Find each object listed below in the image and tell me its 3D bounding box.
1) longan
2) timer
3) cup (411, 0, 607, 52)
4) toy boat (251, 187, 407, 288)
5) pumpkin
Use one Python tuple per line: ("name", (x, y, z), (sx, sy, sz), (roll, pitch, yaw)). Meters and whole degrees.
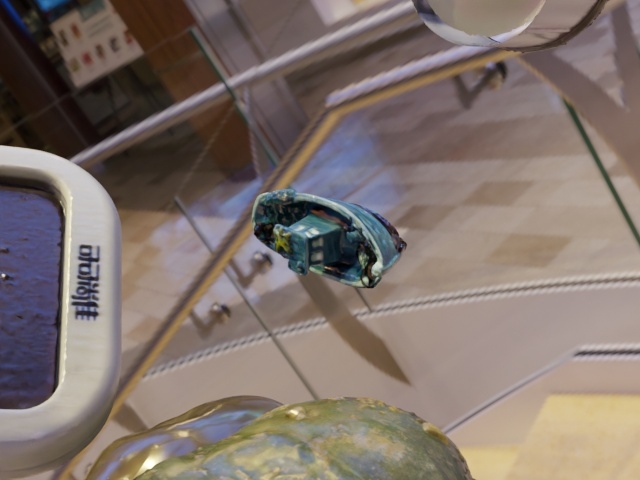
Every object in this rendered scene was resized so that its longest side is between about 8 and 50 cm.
("longan", (-0.141, 0.337, 1.163), (0.350, 0.288, 0.288), (-28, 18, -8))
("timer", (-0.263, 0.046, 0.689), (0.087, 0.237, 0.262), (118, 151, -49))
("cup", (0.190, -0.277, 0.987), (0.203, 0.203, 0.288), (-24, 7, 26))
("toy boat", (0.000, 0.000, 0.686), (0.137, 0.060, 0.061), (22, 32, 39))
("pumpkin", (-0.014, 0.249, 0.699), (0.327, 0.257, 0.291), (-31, -21, -30))
